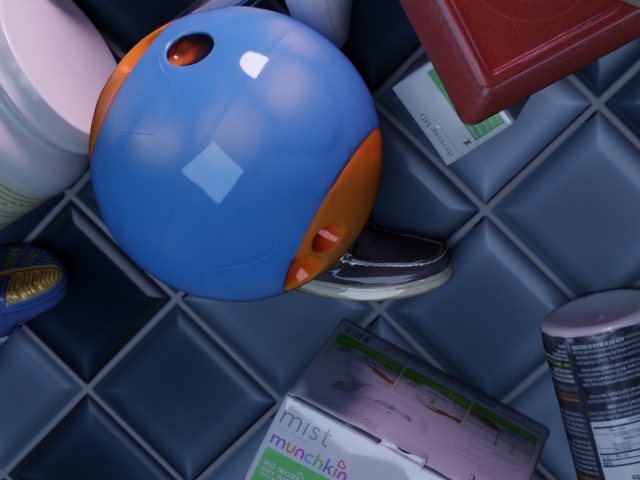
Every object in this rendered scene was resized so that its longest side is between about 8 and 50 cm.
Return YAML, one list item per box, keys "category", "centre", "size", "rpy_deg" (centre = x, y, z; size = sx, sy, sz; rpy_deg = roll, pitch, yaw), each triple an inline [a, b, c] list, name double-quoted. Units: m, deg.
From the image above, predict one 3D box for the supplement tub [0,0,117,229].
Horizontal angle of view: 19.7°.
- category: "supplement tub"
  centre: [-0.390, -0.116, 1.950]
  size: [0.325, 0.235, 0.235]
  rpy_deg: [-30, 98, 23]

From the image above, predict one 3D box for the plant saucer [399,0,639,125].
- category: "plant saucer"
  centre: [0.197, -0.279, 1.769]
  size: [0.258, 0.048, 0.259]
  rpy_deg: [-28, 98, -3]

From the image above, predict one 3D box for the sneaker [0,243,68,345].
- category: "sneaker"
  centre: [-0.400, 0.101, 2.112]
  size: [0.296, 0.112, 0.131]
  rpy_deg: [-18, 119, 22]

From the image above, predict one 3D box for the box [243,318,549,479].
- category: "box"
  centre: [0.086, 0.224, 1.930]
  size: [0.262, 0.231, 0.126]
  rpy_deg: [28, 113, 5]

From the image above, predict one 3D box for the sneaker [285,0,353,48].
- category: "sneaker"
  centre: [0.037, -0.328, 1.822]
  size: [0.152, 0.114, 0.305]
  rpy_deg: [10, 110, 14]

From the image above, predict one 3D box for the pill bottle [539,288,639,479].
- category: "pill bottle"
  centre: [0.316, 0.184, 1.906]
  size: [0.130, 0.130, 0.245]
  rpy_deg: [-10, 105, 19]

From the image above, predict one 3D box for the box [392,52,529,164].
- category: "box"
  centre: [0.142, -0.149, 1.859]
  size: [0.087, 0.102, 0.101]
  rpy_deg: [-33, 98, 25]

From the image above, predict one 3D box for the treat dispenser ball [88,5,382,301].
- category: "treat dispenser ball"
  centre: [-0.082, -0.084, 1.799]
  size: [0.288, 0.288, 0.288]
  rpy_deg: [5, 109, 14]

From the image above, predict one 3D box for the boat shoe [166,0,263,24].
- category: "boat shoe"
  centre: [-0.112, -0.211, 1.919]
  size: [0.228, 0.080, 0.076]
  rpy_deg: [-33, 107, 31]

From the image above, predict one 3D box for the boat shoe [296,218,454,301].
- category: "boat shoe"
  centre: [0.000, 0.000, 1.952]
  size: [0.285, 0.103, 0.092]
  rpy_deg: [7, 114, 20]

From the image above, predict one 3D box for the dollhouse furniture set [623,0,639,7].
- category: "dollhouse furniture set"
  centre: [0.385, -0.218, 1.692]
  size: [0.182, 0.161, 0.101]
  rpy_deg: [14, 119, -34]
